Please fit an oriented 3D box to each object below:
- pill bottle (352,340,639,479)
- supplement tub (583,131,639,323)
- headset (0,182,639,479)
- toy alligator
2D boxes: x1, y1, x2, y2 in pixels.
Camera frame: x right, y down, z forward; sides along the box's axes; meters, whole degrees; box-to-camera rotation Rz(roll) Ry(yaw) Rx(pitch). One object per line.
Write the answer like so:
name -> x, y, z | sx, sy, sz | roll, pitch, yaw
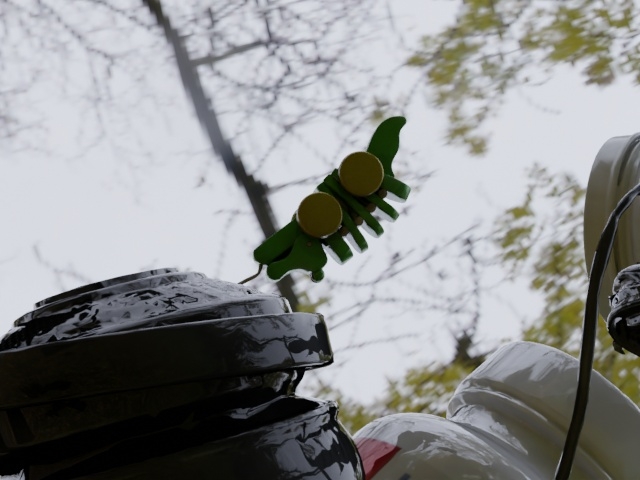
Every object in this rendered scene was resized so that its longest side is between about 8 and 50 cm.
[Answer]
pill bottle -> 0.041, 0.257, 1.057 | 0.229, 0.407, 0.229 | 39, -24, 21
supplement tub -> 0.269, -0.006, 1.003 | 0.199, 0.144, 0.144 | -1, -78, 31
headset -> -0.018, 0.115, 0.560 | 0.394, 0.185, 0.243 | -35, -93, -6
toy alligator -> 0.000, 0.000, 1.092 | 0.051, 0.056, 0.190 | 44, -99, 1
